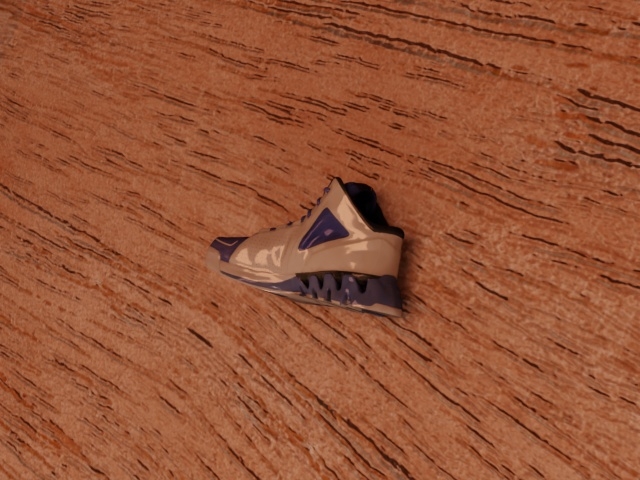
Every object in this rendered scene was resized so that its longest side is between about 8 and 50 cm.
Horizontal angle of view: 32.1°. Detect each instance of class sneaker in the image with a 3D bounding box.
[{"bbox_3d":[0.001,0.000,1.594,0.316,0.127,0.182,9,81,35],"label":"sneaker"}]
